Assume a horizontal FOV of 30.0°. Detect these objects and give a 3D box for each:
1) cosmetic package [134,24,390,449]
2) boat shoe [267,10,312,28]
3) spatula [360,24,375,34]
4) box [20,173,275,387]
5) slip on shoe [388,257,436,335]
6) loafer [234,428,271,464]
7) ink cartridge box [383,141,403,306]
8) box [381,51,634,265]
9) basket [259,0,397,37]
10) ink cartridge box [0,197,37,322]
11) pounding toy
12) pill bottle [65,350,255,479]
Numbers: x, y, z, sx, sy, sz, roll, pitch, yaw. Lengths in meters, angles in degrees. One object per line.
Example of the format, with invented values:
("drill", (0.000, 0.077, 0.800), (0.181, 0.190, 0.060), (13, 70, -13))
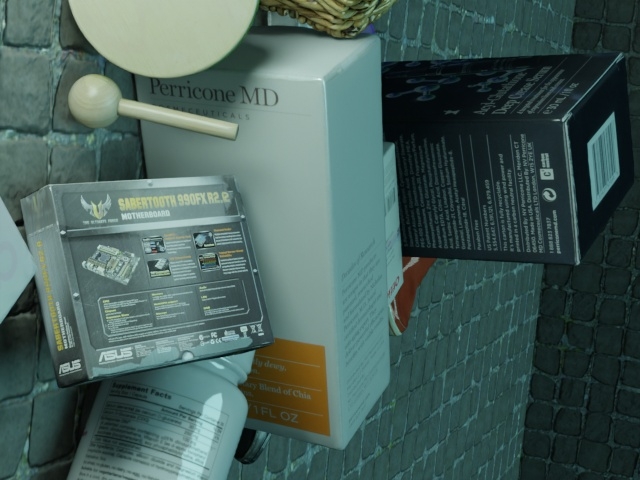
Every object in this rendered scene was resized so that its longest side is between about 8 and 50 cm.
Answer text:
("cosmetic package", (-0.055, -0.005, 1.368), (0.161, 0.230, 0.454), (-46, 138, -54))
("boat shoe", (-0.043, -0.323, 1.505), (0.081, 0.079, 0.228), (6, 92, -51))
("spatula", (0.014, -0.303, 1.695), (0.296, 0.030, 0.084), (9, 89, -68))
("box", (-0.163, 0.033, 1.159), (0.231, 0.056, 0.183), (-7, 80, -45))
("slip on shoe", (0.168, 0.007, 2.097), (0.123, 0.101, 0.331), (40, 62, -67))
("loafer", (-0.094, 0.212, 1.595), (0.061, 0.062, 0.170), (26, 69, -44))
("ink cartridge box", (0.000, 0.000, 1.584), (0.171, 0.168, 0.233), (-53, 145, -49))
("box", (0.217, -0.125, 1.723), (0.293, 0.395, 0.212), (-43, 128, -52))
("basket", (0.039, -0.390, 1.227), (0.223, 0.213, 0.299), (106, 8, -64))
("ink cartridge box", (-0.330, 0.039, 0.942), (0.189, 0.066, 0.232), (75, 27, -45))
("pounding toy", (-0.153, -0.223, 1.176), (0.110, 0.182, 0.237), (-117, -147, -83))
("pill bottle", (-0.169, 0.215, 1.256), (0.160, 0.160, 0.283), (56, 47, -59))
